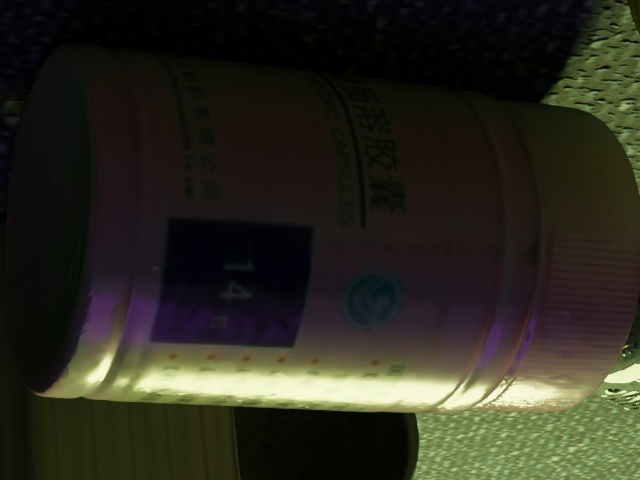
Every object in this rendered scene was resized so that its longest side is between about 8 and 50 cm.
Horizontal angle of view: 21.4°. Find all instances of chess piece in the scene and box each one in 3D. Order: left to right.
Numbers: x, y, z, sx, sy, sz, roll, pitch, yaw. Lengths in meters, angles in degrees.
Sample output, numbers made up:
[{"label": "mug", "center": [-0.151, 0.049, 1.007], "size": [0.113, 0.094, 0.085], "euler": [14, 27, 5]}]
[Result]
[{"label": "chess piece", "center": [-0.030, 0.153, 1.153], "size": [0.139, 0.139, 0.272], "euler": [-1, 166, -13]}]

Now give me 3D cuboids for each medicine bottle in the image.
[{"label": "medicine bottle", "center": [0.000, 0.000, 0.756], "size": [0.254, 0.152, 0.152], "euler": [4, 154, -23]}]

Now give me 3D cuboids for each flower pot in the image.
[{"label": "flower pot", "center": [-0.156, 0.114, 0.932], "size": [0.209, 0.190, 0.239], "euler": [-3, 157, -10]}]

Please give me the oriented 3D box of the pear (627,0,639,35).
[{"label": "pear", "center": [0.215, -0.098, 0.439], "size": [0.375, 0.287, 0.287], "euler": [11, 151, -35]}]

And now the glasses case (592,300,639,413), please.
[{"label": "glasses case", "center": [0.276, 0.088, 1.132], "size": [0.109, 0.067, 0.282], "euler": [-24, 150, 39]}]
